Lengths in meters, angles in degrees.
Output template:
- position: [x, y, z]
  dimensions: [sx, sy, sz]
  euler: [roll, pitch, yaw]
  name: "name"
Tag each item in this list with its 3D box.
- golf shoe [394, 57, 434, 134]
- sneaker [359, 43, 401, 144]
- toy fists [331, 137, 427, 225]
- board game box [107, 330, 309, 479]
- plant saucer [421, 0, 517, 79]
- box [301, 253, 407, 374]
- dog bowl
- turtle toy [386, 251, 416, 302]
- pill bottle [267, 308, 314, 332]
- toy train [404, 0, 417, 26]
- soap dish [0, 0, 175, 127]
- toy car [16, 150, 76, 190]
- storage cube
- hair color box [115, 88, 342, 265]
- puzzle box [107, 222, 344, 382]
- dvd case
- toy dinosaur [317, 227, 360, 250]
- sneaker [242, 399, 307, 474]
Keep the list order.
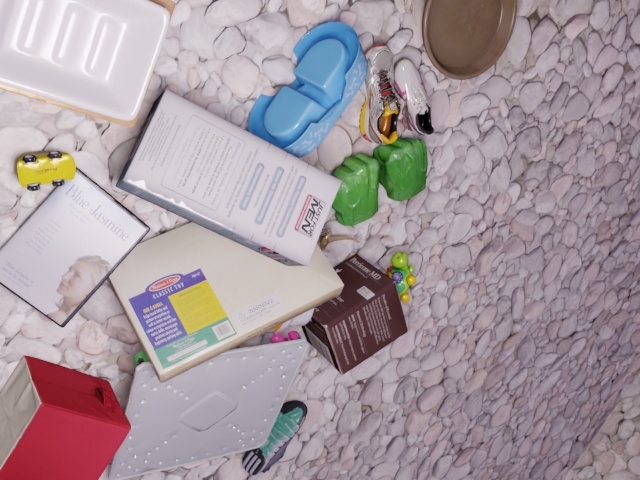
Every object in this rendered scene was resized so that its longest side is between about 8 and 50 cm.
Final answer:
- position: [0.218, -0.324, 1.644]
  dimensions: [0.068, 0.086, 0.186]
  euler: [-33, 126, -15]
  name: "golf shoe"
- position: [0.141, -0.316, 1.590]
  dimensions: [0.088, 0.093, 0.225]
  euler: [-20, 122, -25]
  name: "sneaker"
- position: [0.132, -0.151, 1.669]
  dimensions: [0.279, 0.096, 0.142]
  euler: [-26, 135, -23]
  name: "toy fists"
- position: [-0.255, 0.363, 1.616]
  dimensions: [0.390, 0.050, 0.389]
  euler: [-3, 132, -32]
  name: "board game box"
- position: [0.336, -0.508, 1.661]
  dimensions: [0.278, 0.041, 0.277]
  euler: [-14, 119, -27]
  name: "plant saucer"
- position: [0.068, 0.173, 1.735]
  dimensions: [0.203, 0.168, 0.167]
  euler: [-32, 127, -18]
  name: "box"
- position: [-0.019, -0.293, 1.457]
  dimensions: [0.297, 0.166, 0.074]
  euler: [-54, 142, 0]
  name: "dog bowl"
- position: [0.197, 0.091, 1.842]
  dimensions: [0.066, 0.095, 0.130]
  euler: [12, 106, -15]
  name: "turtle toy"
- position: [-0.140, 0.133, 1.595]
  dimensions: [0.246, 0.136, 0.136]
  euler: [8, 108, -36]
  name: "pill bottle"
- position: [0.121, -0.531, 1.472]
  dimensions: [0.143, 0.105, 0.248]
  euler: [-21, 124, -12]
  name: "toy train"
- position: [-0.412, -0.337, 1.190]
  dimensions: [0.291, 0.118, 0.228]
  euler: [13, 104, -37]
  name: "soap dish"
- position: [-0.571, -0.095, 1.246]
  dimensions: [0.239, 0.053, 0.225]
  euler: [25, 98, -39]
  name: "toy car"
- position: [-0.522, 0.367, 1.424]
  dimensions: [0.193, 0.184, 0.215]
  euler: [29, 95, -38]
  name: "storage cube"
- position: [-0.167, -0.107, 1.369]
  dimensions: [0.375, 0.114, 0.185]
  euler: [26, 78, -20]
  name: "hair color box"
- position: [-0.195, 0.075, 1.458]
  dimensions: [0.409, 0.272, 0.052]
  euler: [-24, 157, -22]
  name: "puzzle box"
- position: [-0.468, 0.015, 1.355]
  dimensions: [0.180, 0.022, 0.253]
  euler: [42, 86, -21]
  name: "dvd case"
- position: [0.000, 0.000, 1.691]
  dimensions: [0.183, 0.053, 0.092]
  euler: [-23, 139, -15]
  name: "toy dinosaur"
- position: [-0.106, 0.500, 1.856]
  dimensions: [0.223, 0.083, 0.098]
  euler: [-49, 151, 2]
  name: "sneaker"
